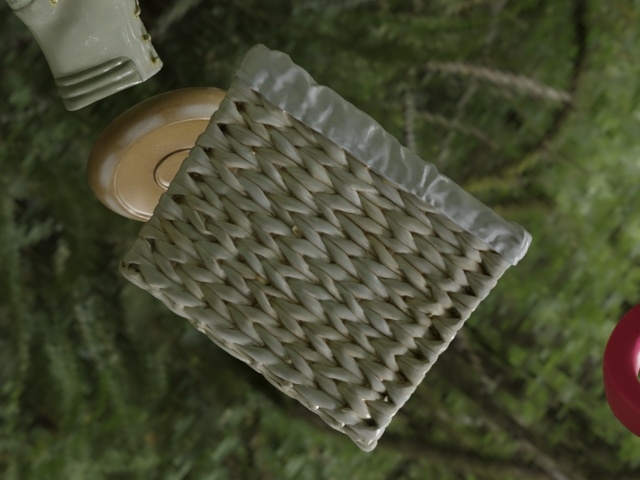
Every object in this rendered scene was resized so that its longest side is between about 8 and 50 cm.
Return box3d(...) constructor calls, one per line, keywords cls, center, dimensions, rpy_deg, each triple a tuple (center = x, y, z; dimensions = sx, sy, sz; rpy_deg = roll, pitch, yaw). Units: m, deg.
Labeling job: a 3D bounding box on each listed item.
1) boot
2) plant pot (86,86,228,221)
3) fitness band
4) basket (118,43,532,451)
box3d(cls="boot", center=(-0.180, -0.234, 1.595), dimensions=(0.213, 0.165, 0.077), rpy_deg=(-36, -155, -19))
box3d(cls="plant pot", center=(-0.175, -0.098, 2.192), dimensions=(0.236, 0.032, 0.236), rpy_deg=(-14, 142, -11))
box3d(cls="fitness band", center=(0.387, 0.097, 1.523), dimensions=(0.290, 0.209, 0.054), rpy_deg=(-25, 129, -18))
box3d(cls="basket", center=(0.000, 0.000, 1.769), dimensions=(0.266, 0.331, 0.328), rpy_deg=(-54, 180, 3))
